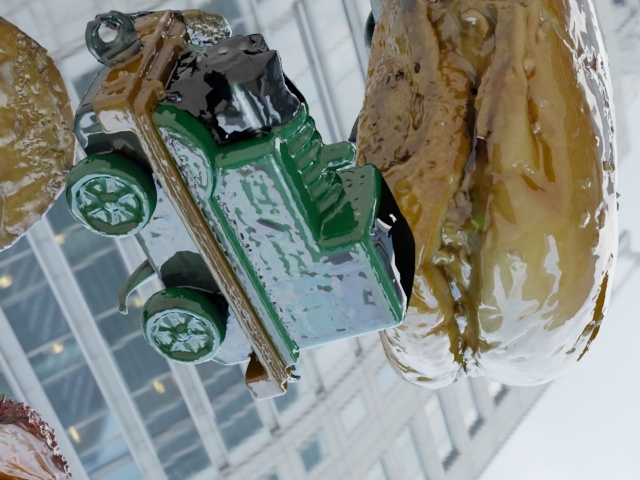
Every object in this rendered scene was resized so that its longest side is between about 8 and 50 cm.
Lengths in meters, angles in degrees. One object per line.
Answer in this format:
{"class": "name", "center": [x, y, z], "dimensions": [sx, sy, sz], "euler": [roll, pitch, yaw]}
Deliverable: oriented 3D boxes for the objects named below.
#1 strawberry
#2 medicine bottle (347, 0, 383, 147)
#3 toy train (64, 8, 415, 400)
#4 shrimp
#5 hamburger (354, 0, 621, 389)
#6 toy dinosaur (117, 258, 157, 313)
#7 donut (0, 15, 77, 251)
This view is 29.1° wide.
{"class": "strawberry", "center": [-0.393, 0.247, 1.540], "dimensions": [0.192, 0.140, 0.085], "euler": [10, -148, -10]}
{"class": "medicine bottle", "center": [0.080, -0.142, 1.089], "dimensions": [0.124, 0.258, 0.079], "euler": [27, -111, 23]}
{"class": "toy train", "center": [-0.035, -0.019, 0.603], "dimensions": [0.136, 0.227, 0.091], "euler": [-12, -147, 18]}
{"class": "shrimp", "center": [-0.181, -0.228, 1.411], "dimensions": [0.161, 0.091, 0.034], "euler": [2, -138, -27]}
{"class": "hamburger", "center": [0.108, -0.051, 0.816], "dimensions": [0.170, 0.314, 0.289], "euler": [-2, -108, 6]}
{"class": "toy dinosaur", "center": [-0.166, -0.023, 1.657], "dimensions": [0.292, 0.079, 0.120], "euler": [-29, -130, -6]}
{"class": "donut", "center": [-0.372, -0.103, 1.157], "dimensions": [0.278, 0.277, 0.108], "euler": [-25, -153, -10]}
